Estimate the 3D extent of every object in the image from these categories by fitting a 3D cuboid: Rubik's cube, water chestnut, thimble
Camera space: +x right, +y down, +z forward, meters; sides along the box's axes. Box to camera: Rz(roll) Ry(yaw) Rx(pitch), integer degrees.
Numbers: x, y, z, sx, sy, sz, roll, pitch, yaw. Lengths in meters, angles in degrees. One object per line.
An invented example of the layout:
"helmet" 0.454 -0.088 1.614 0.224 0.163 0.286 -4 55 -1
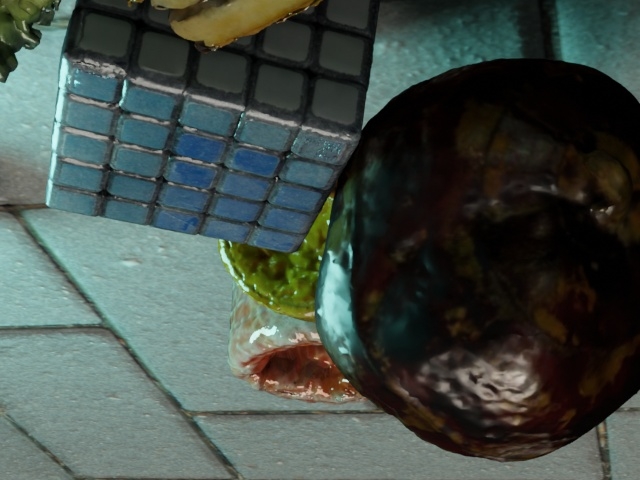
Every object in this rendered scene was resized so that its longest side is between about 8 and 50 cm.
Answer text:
"Rubik's cube" -0.089 -0.154 1.116 0.237 0.238 0.237 11 152 -9
"water chestnut" 0.133 0.018 1.134 0.335 0.335 0.347 27 162 -34
"thimble" 0.002 0.095 1.640 0.239 0.162 0.239 2 152 1

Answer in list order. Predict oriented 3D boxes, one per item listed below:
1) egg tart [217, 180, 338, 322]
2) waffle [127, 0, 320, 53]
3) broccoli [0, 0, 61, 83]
"egg tart" 0.000 0.000 1.455 0.202 0.202 0.147 -1 164 12
"waffle" 0.011 -0.274 0.908 0.308 0.213 0.091 -18 147 34
"broccoli" -0.334 -0.240 0.916 0.348 0.293 0.281 -37 163 5
